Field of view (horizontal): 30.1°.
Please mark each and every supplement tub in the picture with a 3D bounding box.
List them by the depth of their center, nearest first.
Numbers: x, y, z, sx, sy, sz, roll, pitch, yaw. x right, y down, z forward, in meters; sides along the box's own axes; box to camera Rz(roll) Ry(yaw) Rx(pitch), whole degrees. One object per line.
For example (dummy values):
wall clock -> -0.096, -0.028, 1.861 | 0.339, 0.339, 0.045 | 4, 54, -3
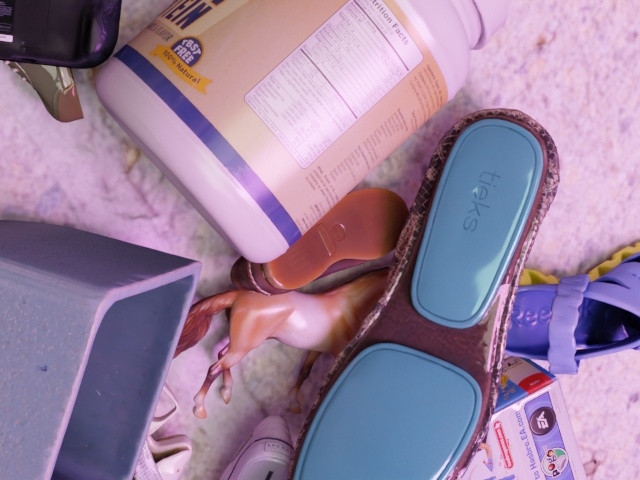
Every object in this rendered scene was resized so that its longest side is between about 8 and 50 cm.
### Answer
supplement tub -> -0.014, -0.159, 1.046 | 0.316, 0.228, 0.228 | -43, 115, -5

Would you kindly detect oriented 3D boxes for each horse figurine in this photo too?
horse figurine -> -0.037, 0.099, 1.203 | 0.263, 0.066, 0.174 | 9, 109, -26

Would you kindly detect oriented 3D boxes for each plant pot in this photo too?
plant pot -> -0.282, 0.099, 1.005 | 0.252, 0.247, 0.248 | 21, 98, 9

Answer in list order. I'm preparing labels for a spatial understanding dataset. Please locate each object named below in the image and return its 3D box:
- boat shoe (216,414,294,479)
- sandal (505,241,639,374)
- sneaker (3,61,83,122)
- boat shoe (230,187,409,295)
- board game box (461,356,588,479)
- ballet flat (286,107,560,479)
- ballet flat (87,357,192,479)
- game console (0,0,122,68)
boat shoe -> -0.076, 0.277, 1.228 | 0.083, 0.076, 0.226 | 25, 120, -11
sandal -> 0.321, 0.083, 1.298 | 0.317, 0.138, 0.126 | -12, 107, -19
sneaker -> -0.273, -0.187, 1.033 | 0.086, 0.064, 0.192 | -18, 109, -9
boat shoe -> 0.000, 0.000, 1.175 | 0.207, 0.073, 0.073 | -20, 92, -41
board game box -> 0.156, 0.329, 1.331 | 0.302, 0.086, 0.308 | -25, 112, -13
ballet flat -> 0.113, 0.103, 1.191 | 0.164, 0.182, 0.483 | 22, 83, 11
ballet flat -> -0.172, 0.186, 1.169 | 0.079, 0.077, 0.221 | -18, 107, -8
game console -> -0.345, -0.194, 0.965 | 0.361, 0.044, 0.213 | 6, 104, -6
